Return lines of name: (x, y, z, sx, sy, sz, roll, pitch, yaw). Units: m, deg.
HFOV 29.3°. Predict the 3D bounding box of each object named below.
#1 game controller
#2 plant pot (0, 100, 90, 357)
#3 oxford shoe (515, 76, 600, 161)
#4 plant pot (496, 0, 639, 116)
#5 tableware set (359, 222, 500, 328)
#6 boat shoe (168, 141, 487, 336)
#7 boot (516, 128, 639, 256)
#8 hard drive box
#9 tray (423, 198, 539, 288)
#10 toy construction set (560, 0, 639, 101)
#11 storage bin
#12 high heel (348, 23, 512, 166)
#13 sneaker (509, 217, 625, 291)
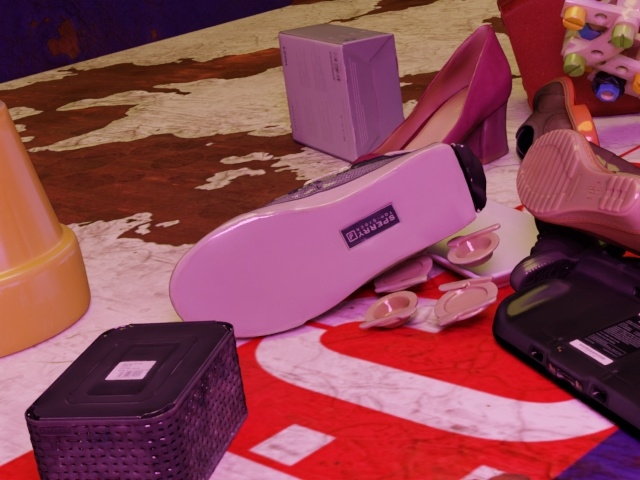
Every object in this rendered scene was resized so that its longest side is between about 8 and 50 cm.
game controller: (0.272, 0.087, 1.012, 0.166, 0.067, 0.319, -28, 22, -12)
plant pot: (-0.394, -0.018, 1.318, 0.254, 0.239, 0.254, -7, 19, 2)
oxford shoe: (0.307, -0.158, 1.665, 0.098, 0.097, 0.271, -14, 17, 6)
plant pot: (0.410, -0.328, 1.900, 0.235, 0.267, 0.267, -17, 16, 11)
tableware set: (0.110, 0.040, 1.203, 0.141, 0.020, 0.169, -17, 24, 19)
boat shoe: (0.000, 0.000, 1.277, 0.340, 0.127, 0.158, -21, 6, -11)
boot: (0.310, -0.015, 1.145, 0.206, 0.090, 0.248, 25, 6, -22)
hard drive box: (0.030, -0.227, 1.854, 0.089, 0.181, 0.232, -16, 20, -22)
tray: (0.168, 0.001, 1.341, 0.145, 0.030, 0.270, -14, 19, -20)
toy construction set: (0.463, -0.251, 1.652, 0.327, 0.215, 0.151, 32, 63, 3)
storage bin: (-0.142, 0.137, 0.981, 0.122, 0.084, 0.180, -3, 18, 16)
high heel: (0.122, -0.159, 1.599, 0.127, 0.181, 0.377, 6, 23, 37)
sneaker: (0.233, 0.001, 1.204, 0.170, 0.051, 0.089, -17, 44, -29)
